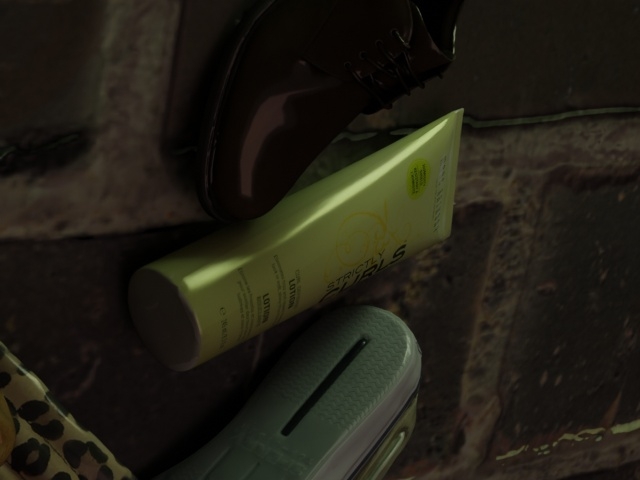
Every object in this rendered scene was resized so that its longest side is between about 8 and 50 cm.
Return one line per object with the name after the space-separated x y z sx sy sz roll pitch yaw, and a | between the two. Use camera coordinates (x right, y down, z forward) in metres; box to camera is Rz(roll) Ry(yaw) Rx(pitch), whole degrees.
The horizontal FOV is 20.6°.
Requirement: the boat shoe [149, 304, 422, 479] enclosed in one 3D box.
-0.040 0.168 1.030 0.302 0.109 0.094 -43 140 -20 | boat shoe

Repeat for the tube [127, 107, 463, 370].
0.000 0.000 1.006 0.240 0.070 0.062 -26 85 -39 | tube

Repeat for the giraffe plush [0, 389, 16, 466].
-0.257 0.056 0.730 0.170 0.181 0.210 -35 148 5 | giraffe plush

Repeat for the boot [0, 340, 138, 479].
-0.175 0.246 0.861 0.284 0.138 0.377 -44 106 -21 | boot

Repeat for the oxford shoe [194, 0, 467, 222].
0.015 -0.100 0.933 0.227 0.096 0.083 -56 140 -1 | oxford shoe
